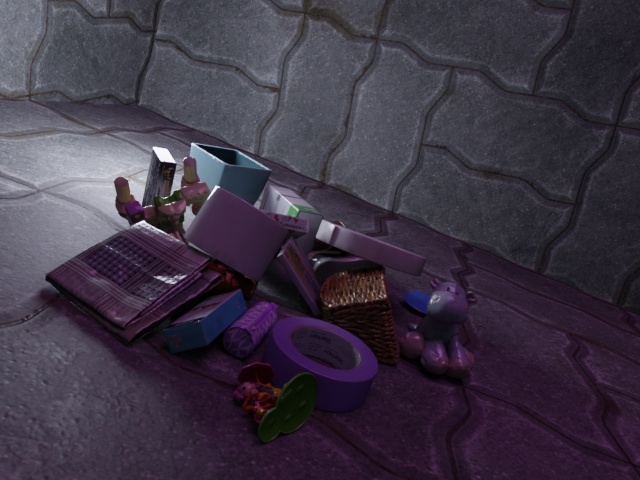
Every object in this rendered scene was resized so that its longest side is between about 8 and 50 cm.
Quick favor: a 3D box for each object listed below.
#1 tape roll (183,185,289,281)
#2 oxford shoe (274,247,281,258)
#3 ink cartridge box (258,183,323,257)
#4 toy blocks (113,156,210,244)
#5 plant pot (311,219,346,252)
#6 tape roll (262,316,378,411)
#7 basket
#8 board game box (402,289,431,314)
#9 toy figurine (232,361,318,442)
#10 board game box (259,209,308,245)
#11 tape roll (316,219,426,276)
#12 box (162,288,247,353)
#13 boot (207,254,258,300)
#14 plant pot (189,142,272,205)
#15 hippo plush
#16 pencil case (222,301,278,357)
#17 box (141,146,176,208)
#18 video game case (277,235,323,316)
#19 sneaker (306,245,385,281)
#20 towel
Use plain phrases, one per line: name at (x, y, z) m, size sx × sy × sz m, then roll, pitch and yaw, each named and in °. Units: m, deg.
tape roll at (-0.232, -0.018, 1.507) m, size 0.246 × 0.169 × 0.246 m, roll 31°, pitch -4°, yaw 3°
oxford shoe at (-0.236, 0.043, 1.721) m, size 0.227 × 0.083 × 0.096 m, roll -17°, pitch 16°, yaw -5°
ink cartridge box at (-0.132, -0.068, 2.107) m, size 0.121 × 0.211 × 0.289 m, roll 8°, pitch 21°, yaw -34°
toy blocks at (-0.466, -0.046, 1.711) m, size 0.288 × 0.260 × 0.309 m, roll -21°, pitch 62°, yaw -24°
plant pot at (0.000, 0.000, 2.170) m, size 0.165 × 0.167 × 0.167 m, roll 1°, pitch 25°, yaw -31°
tape roll at (-0.001, 0.297, 1.339) m, size 0.274 × 0.090 × 0.275 m, roll 18°, pitch 17°, yaw -6°
basket at (0.115, 0.236, 1.658) m, size 0.213 × 0.223 × 0.299 m, roll -11°, pitch 17°, yaw 6°
board game box at (0.382, 0.246, 2.056) m, size 0.168 × 0.033 × 0.133 m, roll -7°, pitch 36°, yaw -47°
toy figurine at (-0.120, 0.323, 1.139) m, size 0.159 × 0.130 × 0.173 m, roll 17°, pitch 36°, yaw 37°
board game box at (-0.199, -0.027, 1.876) m, size 0.192 × 0.053 × 0.305 m, roll 10°, pitch -19°, yaw -30°
tape roll at (0.173, 0.026, 1.882) m, size 0.391 × 0.072 × 0.392 m, roll 20°, pitch 3°, yaw -1°
box at (-0.272, 0.190, 1.321) m, size 0.100 × 0.060 × 0.244 m, roll -15°, pitch 8°, yaw 17°
boot at (-0.299, 0.128, 1.529) m, size 0.220 × 0.109 × 0.283 m, roll 25°, pitch 9°, yaw 0°
plant pot at (-0.394, -0.225, 2.219) m, size 0.247 × 0.252 × 0.247 m, roll 33°, pitch 21°, yaw 35°
hippo plush at (0.397, 0.259, 1.656) m, size 0.234 × 0.237 × 0.294 m, roll 28°, pitch 16°, yaw 13°
pencil case at (-0.173, 0.219, 1.374) m, size 0.086 × 0.088 × 0.206 m, roll 36°, pitch 17°, yaw 2°
box at (-0.581, -0.198, 1.949) m, size 0.056 × 0.231 × 0.183 m, roll 7°, pitch 20°, yaw -29°
video game case at (-0.055, 0.110, 1.743) m, size 0.227 × 0.026 × 0.206 m, roll 59°, pitch 13°, yaw -11°
sneaker at (0.094, 0.090, 2.036) m, size 0.321 × 0.126 × 0.127 m, roll 10°, pitch 21°, yaw -33°
towel at (-0.452, 0.083, 1.344) m, size 0.324 × 0.056 × 0.312 m, roll 29°, pitch 41°, yaw 22°
